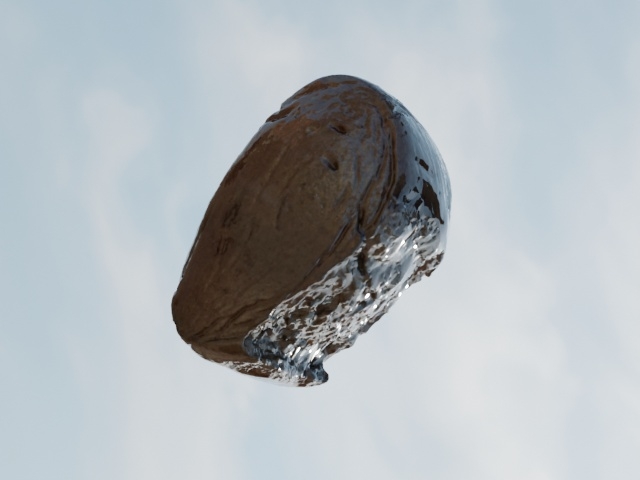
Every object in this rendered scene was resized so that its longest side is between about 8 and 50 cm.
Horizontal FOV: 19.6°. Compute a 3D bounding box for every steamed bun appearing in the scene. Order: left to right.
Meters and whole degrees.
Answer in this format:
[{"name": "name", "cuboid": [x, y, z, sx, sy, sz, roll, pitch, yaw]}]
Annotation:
[{"name": "steamed bun", "cuboid": [0.000, 0.000, 1.005, 0.106, 0.175, 0.145, 35, -2, 15]}]
